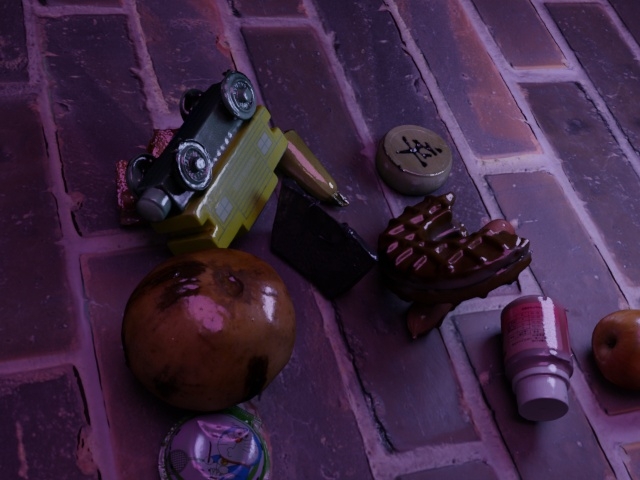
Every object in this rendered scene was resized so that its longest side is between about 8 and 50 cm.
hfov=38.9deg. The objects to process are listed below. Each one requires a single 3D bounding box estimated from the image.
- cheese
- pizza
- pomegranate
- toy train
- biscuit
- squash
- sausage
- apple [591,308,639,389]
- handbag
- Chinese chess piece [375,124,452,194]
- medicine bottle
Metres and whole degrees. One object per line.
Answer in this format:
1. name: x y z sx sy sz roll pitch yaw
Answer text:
1. cheese: -0.204 0.422 1.585 0.203 0.083 0.320 27 50 6
2. pizza: -0.351 -0.144 1.985 0.161 0.085 0.305 40 57 -5
3. pomegranate: -0.203 0.162 1.664 0.321 0.322 0.322 8 51 -10
4. toy train: -0.224 -0.155 1.915 0.179 0.272 0.442 -9 39 35
5. biscuit: 0.254 0.023 1.922 0.268 0.115 0.366 -29 27 -15
6. squash: -0.020 -0.154 2.101 0.224 0.094 0.094 44 54 10
7. sausage: 0.313 0.074 2.011 0.088 0.088 0.433 37 52 13
8. apple: 0.688 0.233 1.945 0.199 0.199 0.199 8 51 -10
9. handbag: 0.000 0.000 1.916 0.270 0.175 0.088 40 50 16
10. Chinese chess piece: 0.227 -0.197 2.199 0.188 0.083 0.189 7 50 -8
11. medicine bottle: 0.450 0.243 1.881 0.147 0.147 0.247 11 51 -8
